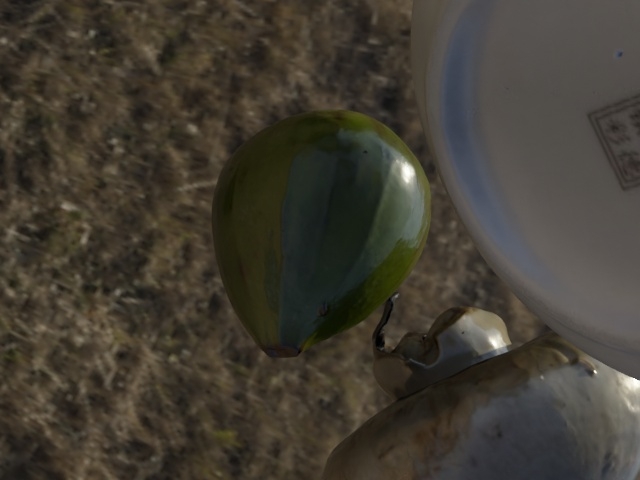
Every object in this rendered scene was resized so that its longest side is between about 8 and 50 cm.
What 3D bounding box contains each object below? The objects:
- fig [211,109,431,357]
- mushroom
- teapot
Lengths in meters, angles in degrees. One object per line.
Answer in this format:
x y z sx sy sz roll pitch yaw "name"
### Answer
0.000 0.000 1.265 0.203 0.203 0.225 31 63 -46 "fig"
0.160 0.178 1.387 0.362 0.362 0.294 -20 77 -40 "mushroom"
0.128 -0.041 0.424 0.139 0.204 0.298 -31 105 -40 "teapot"
